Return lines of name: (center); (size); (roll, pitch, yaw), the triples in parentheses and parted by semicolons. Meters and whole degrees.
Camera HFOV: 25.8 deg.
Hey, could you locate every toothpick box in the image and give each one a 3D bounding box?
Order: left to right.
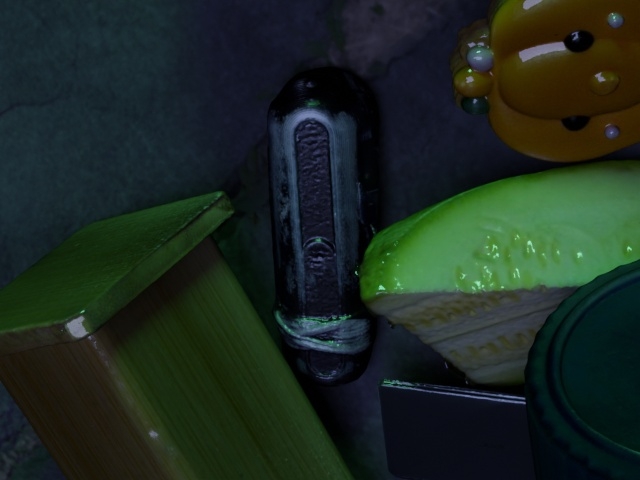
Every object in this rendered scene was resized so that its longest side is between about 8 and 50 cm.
toothpick box: (-0.111, 0.145, 1.093); (0.190, 0.187, 0.308); (-15, 111, 43)

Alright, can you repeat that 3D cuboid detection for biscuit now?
biscuit: (0.170, -0.118, 0.959); (0.170, 0.050, 0.170); (-2, 134, -2)

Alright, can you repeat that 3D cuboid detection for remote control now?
remote control: (0.000, 0.000, 1.084); (0.090, 0.066, 0.265); (6, 110, 19)

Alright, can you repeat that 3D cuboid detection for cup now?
cup: (0.244, 0.196, 0.912); (0.242, 0.308, 0.292); (24, 141, 41)

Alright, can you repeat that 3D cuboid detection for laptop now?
laptop: (0.137, 0.160, 1.104); (0.180, 0.016, 0.129); (5, 135, 14)

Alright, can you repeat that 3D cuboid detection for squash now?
squash: (0.195, -0.004, 0.991); (0.289, 0.111, 0.203); (-22, 143, 27)
